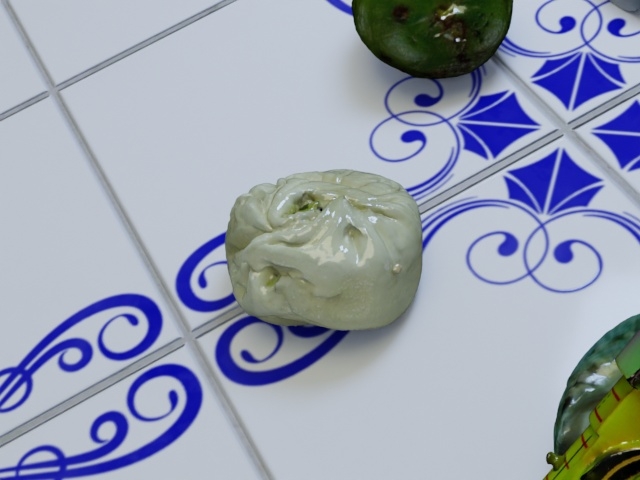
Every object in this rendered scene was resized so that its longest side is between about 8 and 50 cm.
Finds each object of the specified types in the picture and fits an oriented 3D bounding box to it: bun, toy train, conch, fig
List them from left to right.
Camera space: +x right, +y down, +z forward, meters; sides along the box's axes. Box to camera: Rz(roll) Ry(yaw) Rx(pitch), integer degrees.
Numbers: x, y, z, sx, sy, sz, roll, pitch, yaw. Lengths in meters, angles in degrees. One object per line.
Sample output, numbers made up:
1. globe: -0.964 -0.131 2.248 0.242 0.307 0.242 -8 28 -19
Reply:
1. bun: 0.000 0.000 1.248 0.229 0.145 0.229 -10 51 12
2. fig: 0.127 -0.302 1.469 0.203 0.203 0.235 -25 10 -4
3. toy train: 0.262 0.195 0.958 0.160 0.100 0.296 36 101 4
4. conch: 0.305 0.151 1.055 0.188 0.122 0.176 -6 72 14

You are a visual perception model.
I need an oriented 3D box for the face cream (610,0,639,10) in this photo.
1. face cream: 0.451 -0.382 1.455 0.214 0.096 0.096 -34 51 -13
